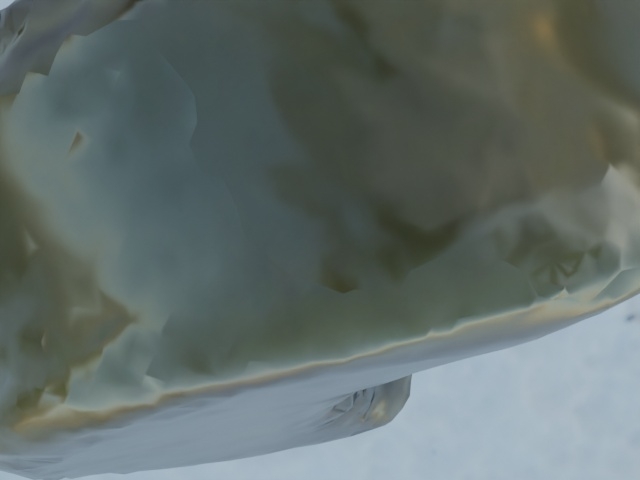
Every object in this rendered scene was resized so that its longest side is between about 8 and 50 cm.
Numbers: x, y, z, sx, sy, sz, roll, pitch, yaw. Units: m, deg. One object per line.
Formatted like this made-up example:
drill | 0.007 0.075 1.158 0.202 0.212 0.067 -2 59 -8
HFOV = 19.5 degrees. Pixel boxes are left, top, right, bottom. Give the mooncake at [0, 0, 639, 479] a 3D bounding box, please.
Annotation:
mooncake | -0.003 -0.031 0.906 0.394 0.246 0.393 -21 173 25
